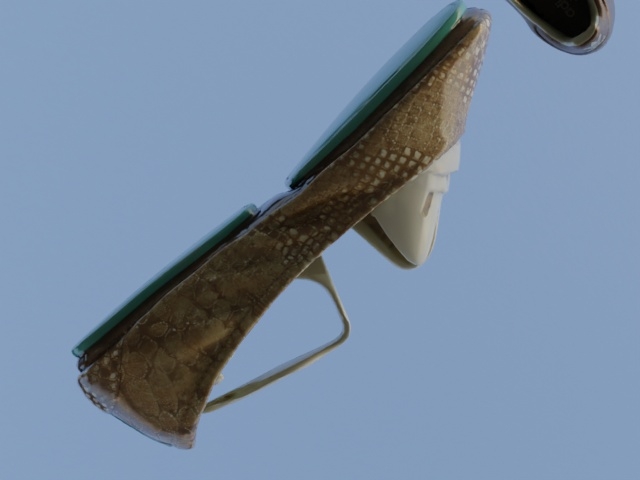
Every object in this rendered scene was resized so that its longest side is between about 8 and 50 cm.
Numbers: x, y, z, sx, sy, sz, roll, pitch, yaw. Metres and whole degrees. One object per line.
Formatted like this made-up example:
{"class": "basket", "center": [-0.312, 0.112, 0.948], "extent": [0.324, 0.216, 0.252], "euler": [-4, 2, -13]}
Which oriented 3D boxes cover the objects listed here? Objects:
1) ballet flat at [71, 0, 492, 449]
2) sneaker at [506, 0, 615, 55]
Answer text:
{"class": "ballet flat", "center": [0.000, 0.000, 0.737], "extent": [0.206, 0.073, 0.067], "euler": [-42, -85, 4]}
{"class": "sneaker", "center": [0.111, -0.189, 1.182], "extent": [0.188, 0.071, 0.066], "euler": [44, -77, -7]}
